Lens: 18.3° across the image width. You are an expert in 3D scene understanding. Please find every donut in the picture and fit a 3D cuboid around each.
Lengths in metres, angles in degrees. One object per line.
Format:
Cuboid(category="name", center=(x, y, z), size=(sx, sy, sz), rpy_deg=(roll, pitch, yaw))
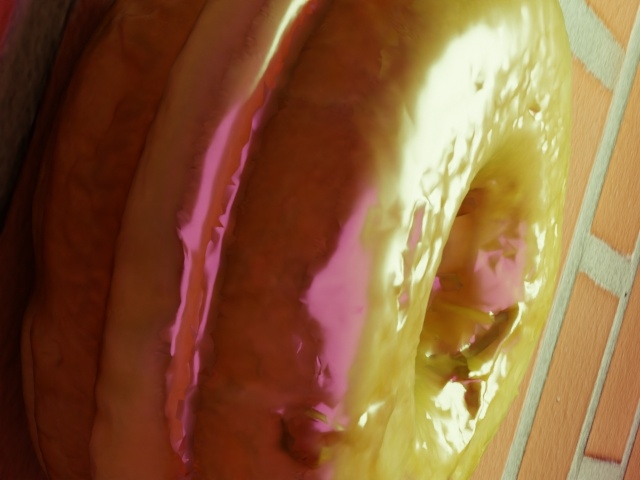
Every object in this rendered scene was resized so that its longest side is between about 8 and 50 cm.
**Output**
Cuboid(category="donut", center=(0.000, 0.000, 1.049), size=(0.449, 0.198, 0.449), rpy_deg=(16, 90, -70))
